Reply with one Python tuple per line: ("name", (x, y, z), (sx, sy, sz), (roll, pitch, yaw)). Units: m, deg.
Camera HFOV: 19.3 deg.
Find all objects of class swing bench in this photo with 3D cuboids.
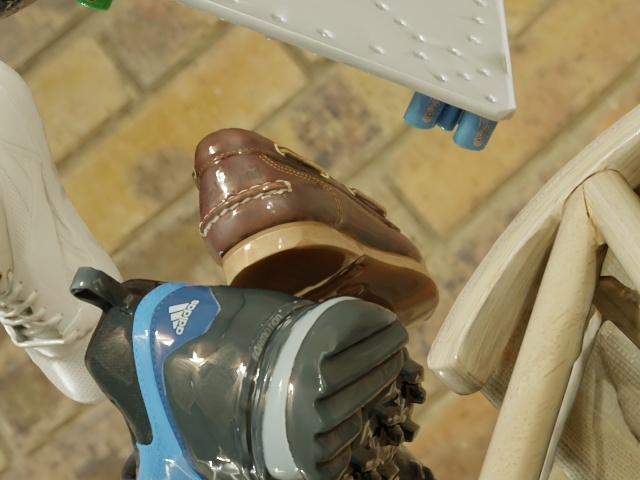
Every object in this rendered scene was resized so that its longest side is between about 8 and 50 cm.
("swing bench", (0.168, 0.115, 0.639), (0.165, 0.254, 0.253), (-33, -62, 28))

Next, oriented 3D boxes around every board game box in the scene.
("board game box", (-0.034, -0.241, 1.570), (0.390, 0.390, 0.050), (19, -59, -10))

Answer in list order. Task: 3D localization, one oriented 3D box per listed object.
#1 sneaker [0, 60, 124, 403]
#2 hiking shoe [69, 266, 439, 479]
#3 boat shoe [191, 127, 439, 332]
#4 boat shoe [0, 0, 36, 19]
("sneaker", (-0.233, 0.034, 1.347), (0.292, 0.108, 0.169), (67, -151, -28))
("hiking shoe", (-0.019, 0.120, 0.845), (0.113, 0.132, 0.304), (-54, -30, -37))
("boat shoe", (0.000, 0.000, 0.901), (0.073, 0.073, 0.207), (-29, -22, 9))
("boat shoe", (-0.270, -0.181, 1.350), (0.095, 0.254, 0.079), (53, -134, -29))
